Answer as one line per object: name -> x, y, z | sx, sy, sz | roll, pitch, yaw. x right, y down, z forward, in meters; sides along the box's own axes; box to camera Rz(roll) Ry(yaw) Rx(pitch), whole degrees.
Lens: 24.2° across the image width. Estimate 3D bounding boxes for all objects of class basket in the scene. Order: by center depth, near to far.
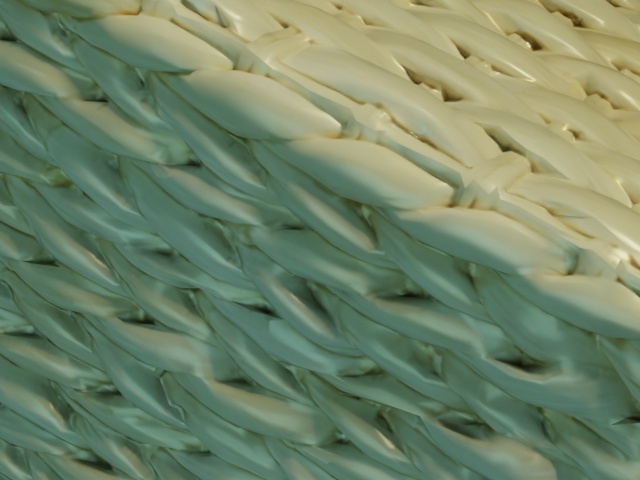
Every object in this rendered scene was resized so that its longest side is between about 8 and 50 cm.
basket -> 0.000, 0.000, 0.553 | 0.331, 0.328, 0.266 | 31, 121, 17
